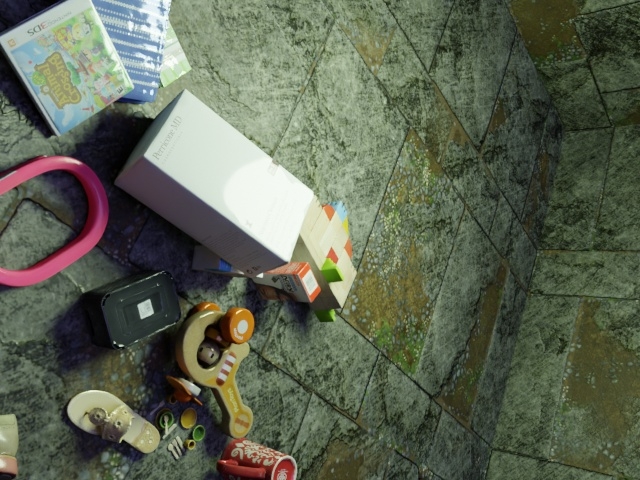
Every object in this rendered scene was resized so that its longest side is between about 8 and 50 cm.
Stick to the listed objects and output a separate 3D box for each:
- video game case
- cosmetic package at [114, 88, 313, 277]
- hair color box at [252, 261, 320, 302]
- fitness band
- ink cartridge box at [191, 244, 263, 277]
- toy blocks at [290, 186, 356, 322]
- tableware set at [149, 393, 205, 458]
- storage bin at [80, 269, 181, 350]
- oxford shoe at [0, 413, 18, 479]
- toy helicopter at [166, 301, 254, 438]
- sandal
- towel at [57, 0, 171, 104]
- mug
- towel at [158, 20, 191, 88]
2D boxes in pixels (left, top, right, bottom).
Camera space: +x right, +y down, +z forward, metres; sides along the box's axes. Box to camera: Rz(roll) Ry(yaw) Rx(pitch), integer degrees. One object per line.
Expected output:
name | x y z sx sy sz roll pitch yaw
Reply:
video game case | -0.483 -0.338 1.246 0.193 0.023 0.212 -42 135 -25
cosmetic package | -0.223 -0.116 1.428 0.385 0.156 0.217 37 52 -26
hair color box | -0.092 0.106 1.668 0.053 0.167 0.093 -49 125 -40
fitness band | -0.538 -0.039 1.230 0.291 0.054 0.209 -42 123 -41
ink cartridge box | -0.209 0.055 1.577 0.180 0.104 0.060 16 77 -49
toy blocks | 0.000 0.000 1.803 0.381 0.190 0.261 61 36 -31
tableware set | -0.324 0.423 1.501 0.104 0.024 0.154 -43 121 -42
storage bin | -0.397 0.143 1.369 0.180 0.084 0.122 -25 108 -47
oxford shoe | -0.665 0.316 1.050 0.348 0.123 0.130 30 41 -45
toy helicopter | -0.245 0.332 1.516 0.235 0.140 0.355 -41 125 -43
sandal | -0.410 0.384 1.353 0.240 0.079 0.088 47 56 -39
towel | -0.418 -0.454 1.310 0.243 0.040 0.336 -2 110 -48
mug | -0.160 0.566 1.584 0.150 0.169 0.113 -26 110 -48
towel | -0.358 -0.436 1.465 0.113 0.023 0.152 -48 125 -38
